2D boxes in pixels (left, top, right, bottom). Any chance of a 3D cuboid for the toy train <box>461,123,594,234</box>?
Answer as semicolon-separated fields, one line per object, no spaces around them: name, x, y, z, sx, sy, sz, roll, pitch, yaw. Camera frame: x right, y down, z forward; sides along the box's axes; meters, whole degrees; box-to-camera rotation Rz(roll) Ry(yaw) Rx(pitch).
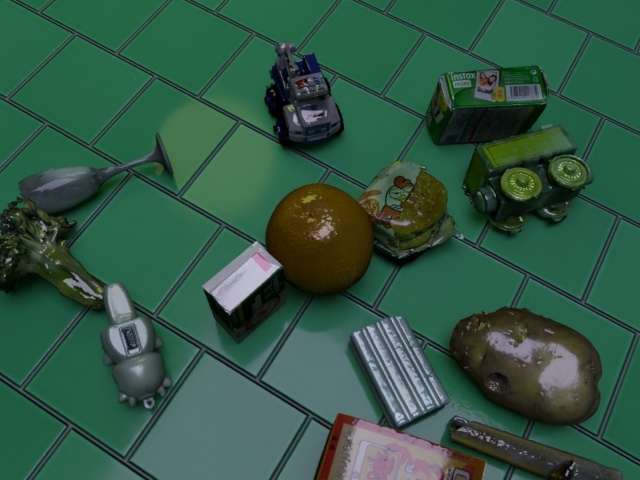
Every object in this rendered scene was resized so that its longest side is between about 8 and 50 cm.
toy train;0.454;-0.138;1.377;0.271;0.159;0.188;-15;59;-10

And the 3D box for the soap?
soap;0.149;0.253;1.215;0.118;0.067;0.198;-21;67;-14

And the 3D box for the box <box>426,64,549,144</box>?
box;0.379;-0.310;1.443;0.249;0.180;0.103;-4;68;-6

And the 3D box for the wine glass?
wine glass;-0.517;-0.203;1.398;0.309;0.096;0.264;-21;59;-12

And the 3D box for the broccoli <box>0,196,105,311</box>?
broccoli;-0.543;0.037;1.268;0.274;0.177;0.199;25;25;-22

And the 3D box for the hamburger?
hamburger;0.194;-0.062;1.335;0.235;0.125;0.214;34;68;24

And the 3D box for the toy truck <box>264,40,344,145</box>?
toy truck;-0.037;-0.335;1.431;0.161;0.177;0.213;-15;65;-11

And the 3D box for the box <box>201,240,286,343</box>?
box;-0.141;0.104;1.198;0.135;0.199;0.081;-41;74;-17

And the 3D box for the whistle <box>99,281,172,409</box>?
whistle;-0.361;0.200;1.190;0.101;0.105;0.253;-8;72;-49

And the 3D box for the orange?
orange;0.000;0.000;1.238;0.236;0.236;0.237;1;64;-3

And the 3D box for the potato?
potato;0.394;0.232;1.201;0.296;0.141;0.192;24;81;7

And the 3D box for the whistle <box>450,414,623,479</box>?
whistle;0.397;0.403;1.163;0.326;0.057;0.068;19;20;6

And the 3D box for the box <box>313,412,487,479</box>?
box;0.100;0.470;1.028;0.259;0.214;0.284;16;65;7
